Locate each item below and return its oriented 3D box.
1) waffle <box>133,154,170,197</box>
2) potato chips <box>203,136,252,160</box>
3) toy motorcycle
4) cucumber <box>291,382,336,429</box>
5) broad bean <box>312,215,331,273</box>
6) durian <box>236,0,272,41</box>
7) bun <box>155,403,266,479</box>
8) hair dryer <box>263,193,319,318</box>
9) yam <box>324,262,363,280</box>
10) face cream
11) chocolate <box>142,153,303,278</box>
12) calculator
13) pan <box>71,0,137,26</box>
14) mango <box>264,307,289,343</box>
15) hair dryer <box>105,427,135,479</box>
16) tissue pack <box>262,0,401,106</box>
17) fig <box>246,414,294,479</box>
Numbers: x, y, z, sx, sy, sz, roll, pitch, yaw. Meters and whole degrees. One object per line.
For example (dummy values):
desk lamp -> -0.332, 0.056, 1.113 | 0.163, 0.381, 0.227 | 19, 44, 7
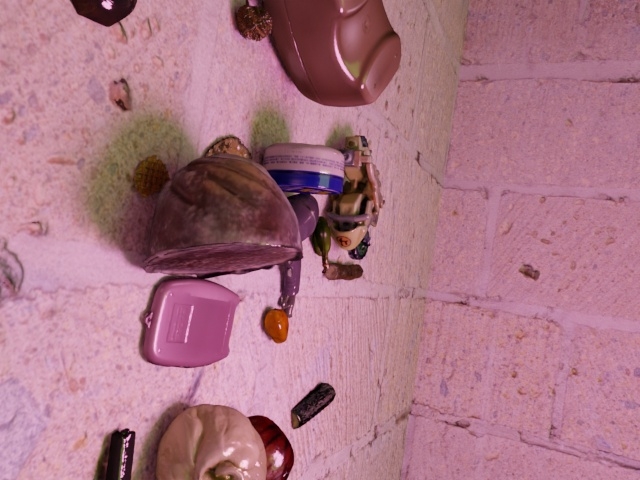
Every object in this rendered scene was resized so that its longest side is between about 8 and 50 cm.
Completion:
waffle -> -0.315, -0.116, 0.996 | 0.085, 0.016, 0.078 | -47, 134, -52
potato chips -> -0.210, -0.132, 1.205 | 0.220, 0.029, 0.202 | -25, 119, -64
toy motorcycle -> 0.107, -0.137, 1.713 | 0.237, 0.168, 0.410 | -8, 99, -70
cucumber -> -0.020, 0.544, 1.743 | 0.211, 0.062, 0.078 | -25, 120, -61
broad bean -> 0.000, 0.000, 1.544 | 0.292, 0.049, 0.144 | -117, -155, -81
durian -> -0.147, -0.486, 1.177 | 0.080, 0.080, 0.091 | -35, 116, -57
bun -> -0.214, 0.480, 1.110 | 0.259, 0.160, 0.259 | 7, 78, -35
hair dryer -> -0.088, 0.075, 1.426 | 0.301, 0.121, 0.361 | -57, 153, -54
yam -> 0.084, 0.110, 1.850 | 0.253, 0.061, 0.061 | 7, 91, -65
face cream -> -0.042, -0.177, 1.328 | 0.206, 0.206, 0.111 | 4, 93, -65
chocolate -> -0.190, -0.055, 1.015 | 0.303, 0.303, 0.213 | 21, 61, -64
calculator -> -0.268, 0.178, 1.145 | 0.294, 0.043, 0.194 | 23, 77, -62
pan -> -0.331, -0.445, 0.832 | 0.128, 0.048, 0.202 | -1, 97, -64
mango -> -0.117, 0.236, 1.458 | 0.080, 0.060, 0.114 | -72, 155, -53
hair dryer -> -0.368, 0.478, 0.982 | 0.197, 0.089, 0.251 | 17, 75, -64
tissue pack -> 0.018, -0.531, 1.301 | 0.267, 0.276, 0.387 | -60, 146, -26
fig -> -0.182, 0.557, 1.284 | 0.249, 0.186, 0.204 | -43, 153, -43
